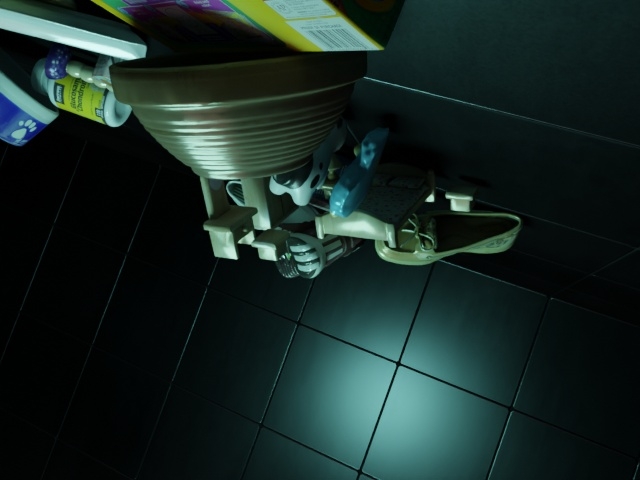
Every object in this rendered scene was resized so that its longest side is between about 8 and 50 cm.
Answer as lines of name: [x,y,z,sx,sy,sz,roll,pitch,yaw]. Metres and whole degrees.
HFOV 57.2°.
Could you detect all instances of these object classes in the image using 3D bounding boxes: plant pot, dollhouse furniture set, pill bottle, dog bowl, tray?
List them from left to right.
dog bowl: [-0.669,-0.320,1.183,0.265,0.104,0.265,47,178,2]
tray: [-0.379,-0.304,0.816,0.270,0.030,0.145,10,-177,-18]
pill bottle: [-0.483,-0.307,1.194,0.184,0.103,0.103,20,177,5]
plant pot: [-0.070,-0.126,0.564,0.237,0.110,0.237,-5,-158,2]
dollhouse furniture set: [0.038,-0.094,0.931,0.355,0.174,0.303,6,-151,28]

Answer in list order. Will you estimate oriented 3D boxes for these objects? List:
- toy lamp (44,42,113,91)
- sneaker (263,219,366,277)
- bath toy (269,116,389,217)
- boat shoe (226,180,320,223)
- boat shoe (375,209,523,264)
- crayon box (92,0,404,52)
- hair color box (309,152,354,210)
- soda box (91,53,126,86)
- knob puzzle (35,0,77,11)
toy lamp: [-0.367,-0.283,1.100,0.275,0.080,0.080,20,177,-5]
sneaker: [0.000,0.000,1.111,0.162,0.106,0.281,-24,-166,-17]
bath toy: [-0.081,-0.168,0.852,0.348,0.151,0.129,23,140,6]
boat shoe: [-0.104,-0.065,1.225,0.226,0.083,0.076,20,179,26]
boat shoe: [0.250,-0.018,1.162,0.285,0.104,0.089,-9,162,1]
crayon box: [-0.088,-0.213,0.428,0.278,0.081,0.165,18,176,44]
hair color box: [-0.020,-0.134,1.219,0.347,0.105,0.174,20,178,-7]
soda box: [-0.288,-0.266,1.005,0.183,0.063,0.058,22,176,-42]
knob puzzle: [-0.417,-0.341,0.791,0.213,0.030,0.213,11,-177,-1]
